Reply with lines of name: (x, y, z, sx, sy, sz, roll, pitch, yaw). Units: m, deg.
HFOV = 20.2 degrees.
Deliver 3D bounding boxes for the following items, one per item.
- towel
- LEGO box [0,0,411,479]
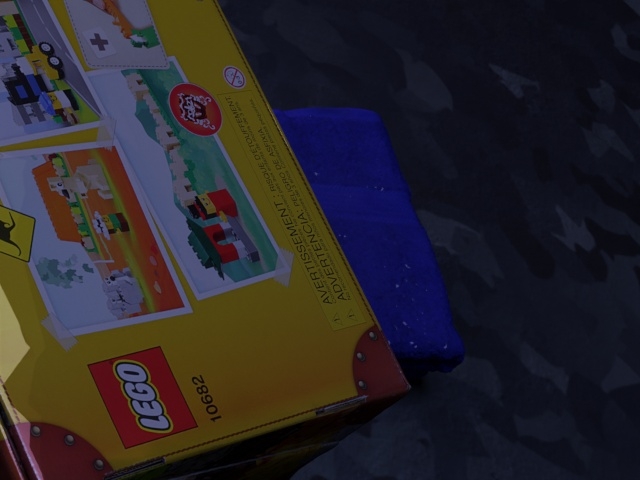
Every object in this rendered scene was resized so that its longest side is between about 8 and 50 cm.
towel: (0.000, 0.000, 1.751, 0.228, 0.076, 0.308, 3, 52, -31)
LEGO box: (-0.211, -0.021, 1.413, 0.372, 0.193, 0.500, -12, 70, -43)
